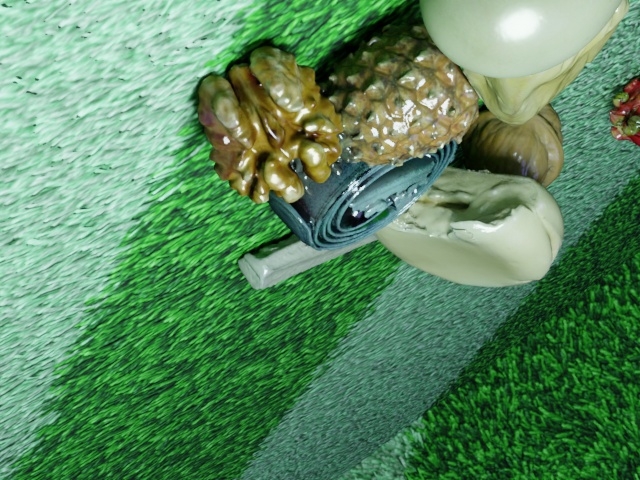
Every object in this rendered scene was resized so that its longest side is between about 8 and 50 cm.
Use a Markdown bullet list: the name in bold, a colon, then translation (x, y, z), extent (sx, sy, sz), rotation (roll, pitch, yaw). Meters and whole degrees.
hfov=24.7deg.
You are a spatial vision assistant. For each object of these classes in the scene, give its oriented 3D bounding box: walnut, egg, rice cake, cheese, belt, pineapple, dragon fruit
- **walnut**: translation (-0.050, -0.108, 1.496), extent (0.143, 0.069, 0.170), rotation (-32, 123, 3)
- **egg**: translation (0.216, -0.273, 1.497), extent (0.253, 0.188, 0.188), rotation (-33, 162, -20)
- **rice cake**: translation (0.000, 0.000, 2.006), extent (0.256, 0.057, 0.052), rotation (-23, 140, -35)
- **cheese**: translation (0.191, -0.027, 1.950), extent (0.233, 0.266, 0.127), rotation (38, 64, -54)
- **belt**: translation (0.043, -0.085, 1.774), extent (0.267, 0.116, 0.206), rotation (-22, 154, -44)
- **pineapple**: translation (0.026, -0.137, 1.608), extent (0.278, 0.158, 0.158), rotation (-21, 161, -3)
- **dragon fruit**: translation (0.552, -0.204, 2.348), extent (0.172, 0.160, 0.166), rotation (-29, -157, -9)
- **walnut**: translation (0.268, -0.127, 2.047), extent (0.166, 0.149, 0.167), rotation (24, 90, -80)
- **cheese**: translation (0.281, -0.249, 1.818), extent (0.214, 0.117, 0.226), rotation (-38, 168, -5)

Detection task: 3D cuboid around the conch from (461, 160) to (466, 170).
- **conch**: translation (0.279, -0.119, 2.197), extent (0.170, 0.079, 0.106), rotation (-37, 178, -19)
